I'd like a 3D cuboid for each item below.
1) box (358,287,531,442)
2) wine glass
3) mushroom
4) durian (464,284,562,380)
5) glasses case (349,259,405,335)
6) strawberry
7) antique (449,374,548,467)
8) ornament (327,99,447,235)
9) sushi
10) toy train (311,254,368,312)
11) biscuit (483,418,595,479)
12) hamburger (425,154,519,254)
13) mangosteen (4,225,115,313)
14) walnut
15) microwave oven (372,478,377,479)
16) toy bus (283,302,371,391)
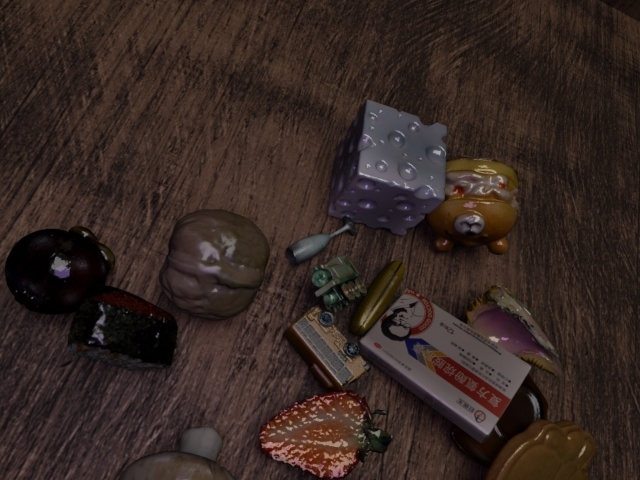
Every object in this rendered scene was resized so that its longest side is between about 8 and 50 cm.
[{"bbox_3d":[0.296,0.289,1.216,0.353,0.069,0.214,33,57,26],"label":"box"},{"bbox_3d":[0.000,0.000,1.314,0.198,0.066,0.066,-27,79,-26],"label":"wine glass"},{"bbox_3d":[-0.249,0.460,0.947,0.244,0.243,0.243,7,65,-16],"label":"mushroom"},{"bbox_3d":[0.529,0.222,1.360,0.305,0.185,0.195,38,41,-6],"label":"durian"},{"bbox_3d":[0.149,0.145,1.291,0.064,0.079,0.234,34,60,5],"label":"glasses case"},{"bbox_3d":[0.009,0.420,1.102,0.287,0.106,0.188,1,80,-4],"label":"strawberry"},{"bbox_3d":[0.453,0.437,1.243,0.278,0.129,0.223,-19,72,-27],"label":"antique"},{"bbox_3d":[0.178,-0.187,1.357,0.240,0.239,0.238,15,64,-13],"label":"ornament"},{"bbox_3d":[-0.393,0.189,1.007,0.225,0.137,0.126,48,40,-48],"label":"sushi"},{"bbox_3d":[0.042,0.105,1.226,0.125,0.081,0.194,56,21,11],"label":"toy train"},{"bbox_3d":[0.522,0.568,1.166,0.352,0.057,0.311,10,97,-26],"label":"biscuit"},{"bbox_3d":[0.416,-0.086,1.395,0.277,0.276,0.236,11,76,-15],"label":"hamburger"},{"bbox_3d":[-0.527,0.051,1.042,0.194,0.194,0.230,36,38,-2],"label":"mangosteen"},{"bbox_3d":[-0.232,0.054,1.112,0.249,0.248,0.248,7,65,-16],"label":"walnut"},{"bbox_3d":[0.171,0.658,0.969,0.295,0.181,0.237,37,72,10],"label":"microwave oven"},{"bbox_3d":[0.013,0.261,1.181,0.114,0.098,0.201,-37,82,-26],"label":"toy bus"}]
